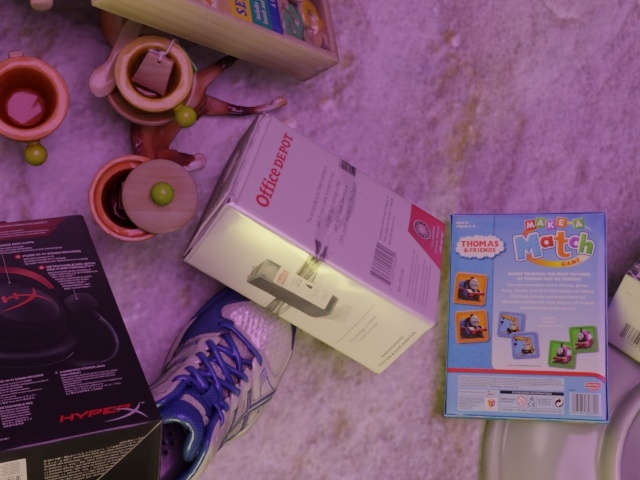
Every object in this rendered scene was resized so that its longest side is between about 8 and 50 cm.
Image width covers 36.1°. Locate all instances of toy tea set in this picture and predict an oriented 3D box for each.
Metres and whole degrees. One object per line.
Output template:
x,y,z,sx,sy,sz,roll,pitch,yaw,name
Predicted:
-0.211,-0.154,0.827,0.336,0.124,0.200,45,76,-8,toy tea set

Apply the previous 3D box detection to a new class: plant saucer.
0.365,0.249,1.032,0.400,0.100,0.400,5,76,-20,plant saucer

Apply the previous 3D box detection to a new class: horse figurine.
-0.142,-0.195,0.951,0.174,0.066,0.263,-26,95,-21,horse figurine

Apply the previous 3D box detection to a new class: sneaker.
-0.104,0.147,0.857,0.112,0.131,0.296,40,66,-6,sneaker

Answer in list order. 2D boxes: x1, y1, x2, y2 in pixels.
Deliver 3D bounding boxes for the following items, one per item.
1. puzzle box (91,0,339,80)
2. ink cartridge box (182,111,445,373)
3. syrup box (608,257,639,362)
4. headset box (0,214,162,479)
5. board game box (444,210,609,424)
-0.115,-0.371,0.922,0.272,0.052,0.409,8,67,-50,puzzle box
0.000,0.000,0.917,0.218,0.092,0.158,33,36,-13,ink cartridge box
0.400,0.036,1.050,0.093,0.096,0.237,35,46,23,syrup box
-0.264,0.095,0.750,0.218,0.110,0.293,-8,37,-23,headset box
0.210,0.076,0.999,0.160,0.039,0.211,0,76,15,board game box
